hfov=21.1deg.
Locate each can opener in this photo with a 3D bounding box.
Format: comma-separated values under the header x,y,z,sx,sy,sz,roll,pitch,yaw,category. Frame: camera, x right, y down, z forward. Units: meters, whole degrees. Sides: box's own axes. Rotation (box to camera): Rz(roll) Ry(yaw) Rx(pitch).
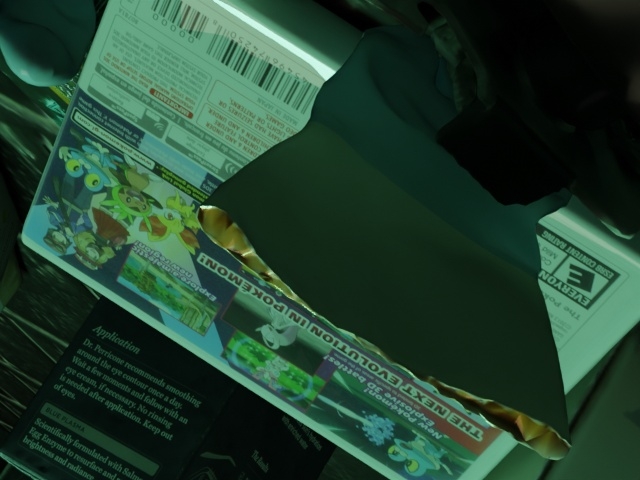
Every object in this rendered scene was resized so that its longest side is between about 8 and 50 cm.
x,y,z,sx,sy,sz,roll,pitch,yaw,category
0.003,-0.102,0.347,0.093,0.074,0.280,-30,123,35,can opener

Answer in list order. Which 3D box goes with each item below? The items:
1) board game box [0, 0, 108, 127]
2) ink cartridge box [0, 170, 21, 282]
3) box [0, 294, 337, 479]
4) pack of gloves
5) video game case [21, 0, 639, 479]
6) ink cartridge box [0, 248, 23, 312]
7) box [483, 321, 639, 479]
x,y,z,sx,sy,sz,roll,pitch,yaw,category
-0.092,-0.068,0.708,0.126,0.026,0.186,20,160,46,board game box
-0.297,0.009,1.049,0.168,0.171,0.233,17,165,1,ink cartridge box
-0.060,0.087,0.879,0.093,0.158,0.156,26,163,25,box
-0.012,-0.059,0.417,0.195,0.046,0.232,32,-162,-2,pack of gloves
0.000,0.000,0.604,0.201,0.023,0.183,32,141,0,video game case
-0.321,0.077,1.252,0.088,0.235,0.193,33,166,3,ink cartridge box
0.118,0.135,0.721,0.148,0.127,0.232,35,166,-4,box
